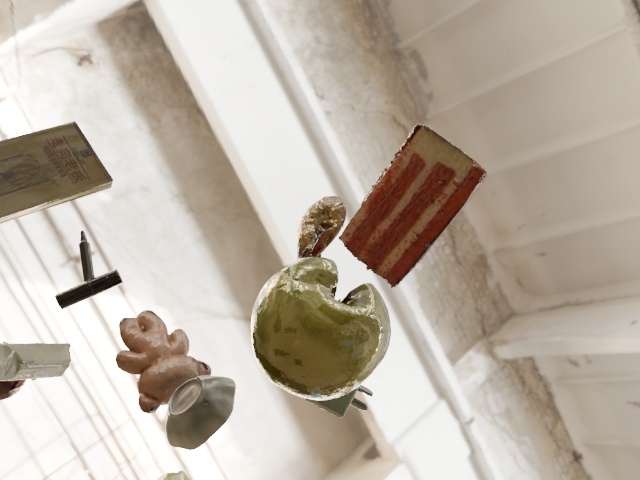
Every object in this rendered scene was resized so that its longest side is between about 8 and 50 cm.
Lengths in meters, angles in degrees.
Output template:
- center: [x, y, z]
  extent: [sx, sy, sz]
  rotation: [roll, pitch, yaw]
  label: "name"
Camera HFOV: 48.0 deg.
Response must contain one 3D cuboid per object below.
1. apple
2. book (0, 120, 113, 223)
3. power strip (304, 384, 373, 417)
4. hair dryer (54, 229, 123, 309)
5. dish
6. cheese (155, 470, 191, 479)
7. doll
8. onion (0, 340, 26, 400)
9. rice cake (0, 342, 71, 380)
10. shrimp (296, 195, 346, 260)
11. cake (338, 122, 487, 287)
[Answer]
- center: [-0.005, 0.182, 1.480]
  extent: [0.292, 0.292, 0.254]
  rotation: [43, -61, 19]
  label: "apple"
- center: [-0.522, -0.127, 1.319]
  extent: [0.161, 0.230, 0.026]
  rotation: [55, -35, 16]
  label: "book"
- center: [0.031, 0.370, 1.883]
  extent: [0.224, 0.139, 0.140]
  rotation: [30, -8, -11]
  label: "power strip"
- center: [-0.644, 0.069, 1.925]
  extent: [0.195, 0.173, 0.050]
  rotation: [59, -16, 23]
  label: "hair dryer"
- center: [-0.270, 0.349, 1.533]
  extent: [0.190, 0.191, 0.066]
  rotation: [1, -42, 49]
  label: "dish"
- center: [-0.390, 0.645, 1.634]
  extent: [0.266, 0.233, 0.127]
  rotation: [-35, -76, 26]
  label: "cheese"
- center: [-0.421, 0.314, 1.866]
  extent: [0.303, 0.201, 0.156]
  rotation: [47, -32, 40]
  label: "doll"
- center: [-0.714, 0.290, 1.599]
  extent: [0.131, 0.131, 0.131]
  rotation: [29, -45, 33]
  label: "onion"
- center: [-0.431, 0.164, 0.971]
  extent: [0.052, 0.057, 0.256]
  rotation: [46, 7, 17]
  label: "rice cake"
- center: [0.000, 0.000, 1.796]
  extent: [0.152, 0.287, 0.063]
  rotation: [-20, -45, 33]
  label: "shrimp"
- center: [0.163, -0.062, 1.304]
  extent: [0.158, 0.159, 0.262]
  rotation: [39, -81, 9]
  label: "cake"
